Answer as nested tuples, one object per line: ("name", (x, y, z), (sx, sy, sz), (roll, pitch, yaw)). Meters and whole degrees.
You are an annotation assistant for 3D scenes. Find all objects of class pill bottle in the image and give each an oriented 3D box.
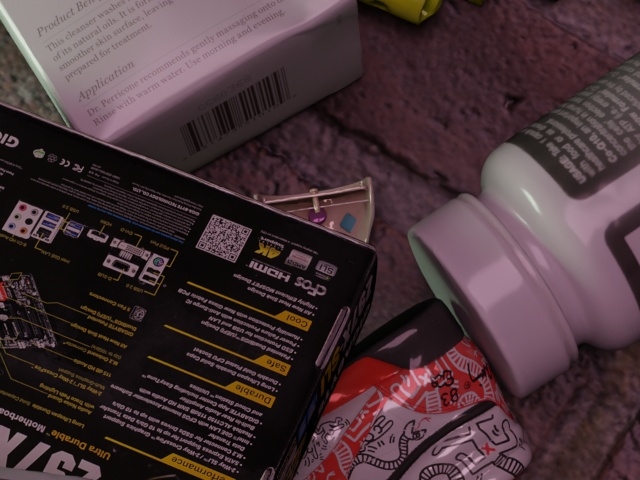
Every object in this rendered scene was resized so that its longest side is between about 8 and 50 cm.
("pill bottle", (0.210, -0.029, 1.207), (0.283, 0.161, 0.161), (-33, 77, -6))

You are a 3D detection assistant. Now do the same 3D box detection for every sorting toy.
("sorting toy", (0.000, 0.000, 1.274), (0.083, 0.045, 0.075), (-8, 83, 0))

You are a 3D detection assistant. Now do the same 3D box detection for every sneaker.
("sneaker", (0.008, 0.169, 1.202), (0.270, 0.090, 0.145), (-34, 94, 6))

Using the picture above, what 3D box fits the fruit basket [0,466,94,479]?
("fruit basket", (-0.309, 0.197, 0.813), (0.353, 0.165, 0.327), (14, 45, 3))

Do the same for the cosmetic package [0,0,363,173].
("cosmetic package", (-0.158, -0.243, 1.285), (0.217, 0.156, 0.385), (-30, 75, -5))

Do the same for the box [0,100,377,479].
("box", (-0.158, 0.064, 1.101), (0.322, 0.079, 0.257), (21, 62, 8))

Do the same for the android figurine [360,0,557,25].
("android figurine", (0.076, -0.284, 1.335), (0.273, 0.056, 0.248), (26, 79, 7))
